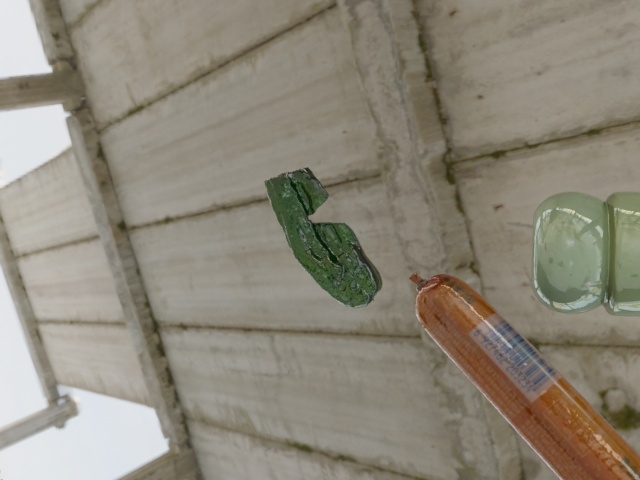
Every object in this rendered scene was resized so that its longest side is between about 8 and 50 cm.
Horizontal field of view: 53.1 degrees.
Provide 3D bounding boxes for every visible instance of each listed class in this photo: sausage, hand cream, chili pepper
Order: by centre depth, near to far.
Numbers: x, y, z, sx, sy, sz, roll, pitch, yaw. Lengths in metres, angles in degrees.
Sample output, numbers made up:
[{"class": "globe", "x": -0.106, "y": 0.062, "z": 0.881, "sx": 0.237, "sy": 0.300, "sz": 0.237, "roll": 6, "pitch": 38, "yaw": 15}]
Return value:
[{"class": "hand cream", "x": 0.307, "y": 0.015, "z": 0.442, "sx": 0.306, "sy": 0.147, "sz": 0.093, "roll": 3, "pitch": -91, "yaw": 18}, {"class": "sausage", "x": 0.182, "y": 0.145, "z": 0.446, "sx": 0.347, "sy": 0.053, "sz": 0.053, "roll": 49, "pitch": -44, "yaw": 23}, {"class": "chili pepper", "x": 0.001, "y": -0.001, "z": 1.006, "sx": 0.253, "sy": 0.099, "sz": 0.083, "roll": 56, "pitch": 1, "yaw": -4}]

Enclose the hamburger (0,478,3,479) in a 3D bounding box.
[{"class": "hamburger", "x": -0.632, "y": 0.416, "z": 0.976, "sx": 0.211, "sy": 0.260, "sz": 0.245, "roll": 28, "pitch": -90, "yaw": 26}]
